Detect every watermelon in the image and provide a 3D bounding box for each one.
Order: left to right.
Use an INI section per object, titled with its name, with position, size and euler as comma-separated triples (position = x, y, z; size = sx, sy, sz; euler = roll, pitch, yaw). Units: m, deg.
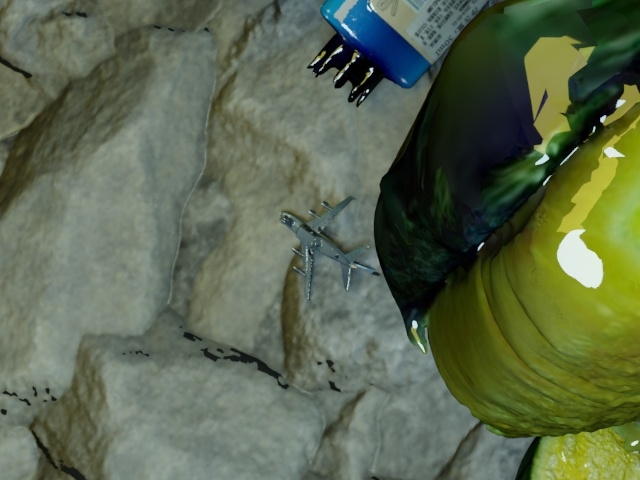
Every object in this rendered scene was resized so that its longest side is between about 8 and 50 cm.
[watermelon]
position = 0.153, 0.183, 1.170
size = 0.092, 0.075, 0.181
euler = -6, 64, -23

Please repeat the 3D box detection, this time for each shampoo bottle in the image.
[shampoo bottle]
position = 0.066, -0.169, 1.304
size = 0.183, 0.087, 0.050
euler = -49, 29, 3

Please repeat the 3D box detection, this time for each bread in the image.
[bread]
position = 0.165, -0.014, 1.015
size = 0.251, 0.376, 0.208
euler = -19, 77, -11

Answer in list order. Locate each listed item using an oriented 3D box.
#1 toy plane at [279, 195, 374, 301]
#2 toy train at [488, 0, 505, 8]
[toy plane]
position = -0.001, 0.000, 1.312
size = 0.084, 0.024, 0.078
euler = 33, 107, 31
[toy train]
position = 0.198, -0.229, 1.194
size = 0.131, 0.202, 0.300
euler = 25, 84, 14
